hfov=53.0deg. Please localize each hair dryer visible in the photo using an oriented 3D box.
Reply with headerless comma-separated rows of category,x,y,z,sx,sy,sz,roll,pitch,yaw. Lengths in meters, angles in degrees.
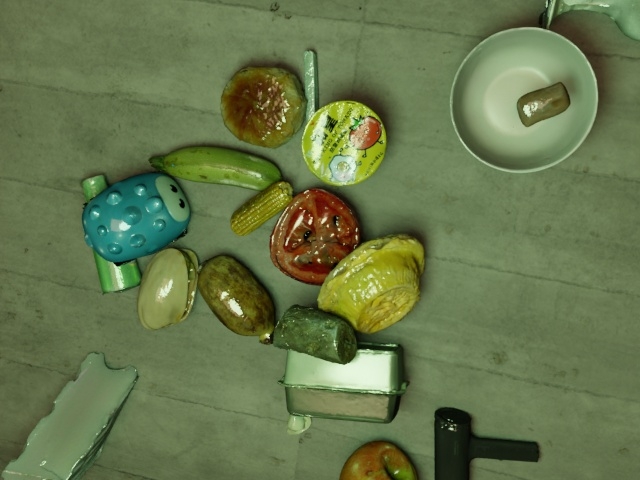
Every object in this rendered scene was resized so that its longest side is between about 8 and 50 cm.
hair dryer,0.396,0.507,1.530,0.251,0.089,0.197,0,100,5

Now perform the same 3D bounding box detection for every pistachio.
pistachio,-0.378,0.121,1.580,0.143,0.144,0.215,19,93,7

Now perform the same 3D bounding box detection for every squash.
squash,-0.256,-0.178,1.521,0.340,0.094,0.095,9,102,10

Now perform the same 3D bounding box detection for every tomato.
tomato,0.000,0.001,1.490,0.227,0.101,0.228,-3,83,26

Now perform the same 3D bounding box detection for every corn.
corn,-0.142,-0.074,1.506,0.207,0.068,0.068,-34,93,36

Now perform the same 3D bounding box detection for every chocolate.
chocolate,-0.529,-0.016,1.603,0.110,0.110,0.291,-12,95,13
chocolate,0.437,-0.265,1.251,0.100,0.031,0.065,-18,101,12

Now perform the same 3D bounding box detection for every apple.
apple,0.137,0.591,1.540,0.195,0.196,0.196,2,101,11

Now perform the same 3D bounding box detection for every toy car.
toy car,-0.425,-0.058,1.499,0.255,0.190,0.189,-27,95,-25

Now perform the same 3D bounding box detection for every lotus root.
lotus root,-0.192,0.147,1.540,0.260,0.145,0.128,47,112,2

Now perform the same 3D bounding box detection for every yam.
yam,-0.011,0.200,1.375,0.183,0.107,0.107,13,104,32

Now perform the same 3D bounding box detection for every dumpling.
dumpling,-0.053,0.461,1.627,0.059,0.043,0.077,18,88,-10

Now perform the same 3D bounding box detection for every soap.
soap,-0.628,0.465,1.628,0.159,0.258,0.302,27,104,6

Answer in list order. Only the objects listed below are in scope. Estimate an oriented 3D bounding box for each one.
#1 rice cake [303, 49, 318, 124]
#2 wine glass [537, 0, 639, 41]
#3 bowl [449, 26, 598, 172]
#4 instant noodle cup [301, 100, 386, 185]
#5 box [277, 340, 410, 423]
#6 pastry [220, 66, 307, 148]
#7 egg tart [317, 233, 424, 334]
rice cake,-0.020,-0.347,1.471,0.029,0.033,0.171,1,101,17
wine glass,0.605,-0.464,1.273,0.321,0.143,0.143,9,102,9
bowl,0.414,-0.289,1.340,0.286,0.144,0.287,2,101,10
instant noodle cup,0.045,-0.225,1.412,0.182,0.144,0.182,-1,109,-4
box,0.057,0.320,1.488,0.290,0.220,0.166,2,86,12
pastry,-0.131,-0.307,1.460,0.192,0.093,0.182,17,107,16
egg tart,0.126,0.107,1.414,0.288,0.288,0.118,-45,51,15
